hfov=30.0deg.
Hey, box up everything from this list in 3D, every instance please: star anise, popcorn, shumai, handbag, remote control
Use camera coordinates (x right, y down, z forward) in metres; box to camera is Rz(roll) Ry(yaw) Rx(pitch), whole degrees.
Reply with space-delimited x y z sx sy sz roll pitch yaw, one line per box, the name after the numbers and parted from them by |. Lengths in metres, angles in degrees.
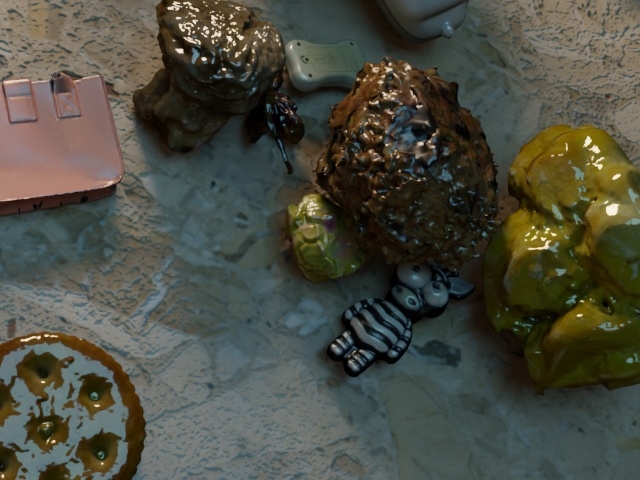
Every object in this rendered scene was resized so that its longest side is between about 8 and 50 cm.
-0.065 -0.156 1.509 0.097 0.070 0.190 -6 62 -32 | star anise
0.000 -0.002 1.471 0.109 0.089 0.097 55 42 -25 | popcorn
-0.142 -0.198 1.452 0.166 0.175 0.206 24 30 -7 | shumai
-0.348 -0.115 1.406 0.213 0.059 0.157 -10 77 -24 | handbag
0.008 -0.230 1.573 0.122 0.032 0.074 -6 66 -32 | remote control

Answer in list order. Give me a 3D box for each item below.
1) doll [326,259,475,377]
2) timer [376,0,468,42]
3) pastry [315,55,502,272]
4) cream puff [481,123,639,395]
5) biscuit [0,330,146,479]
0.099 0.086 1.492 0.091 0.067 0.219 41 60 19 | doll
0.106 -0.414 1.579 0.291 0.291 0.315 -32 105 -25 | timer
0.101 -0.084 1.454 0.275 0.193 0.275 46 29 -35 | pastry
0.319 0.034 1.502 0.257 0.291 0.324 -34 101 3 | cream puff
-0.301 0.207 1.312 0.221 0.066 0.220 5 74 -17 | biscuit
